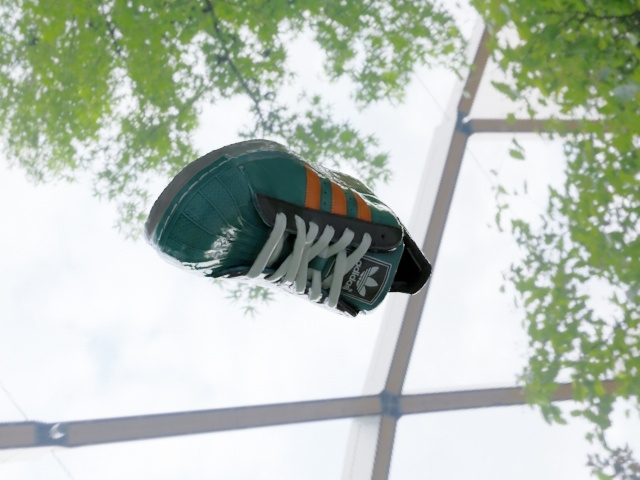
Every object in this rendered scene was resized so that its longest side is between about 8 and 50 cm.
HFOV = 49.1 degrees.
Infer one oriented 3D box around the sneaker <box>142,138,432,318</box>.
[{"bbox_3d":[0.000,0.000,0.561,0.121,0.108,0.302,40,-160,26],"label":"sneaker"}]
